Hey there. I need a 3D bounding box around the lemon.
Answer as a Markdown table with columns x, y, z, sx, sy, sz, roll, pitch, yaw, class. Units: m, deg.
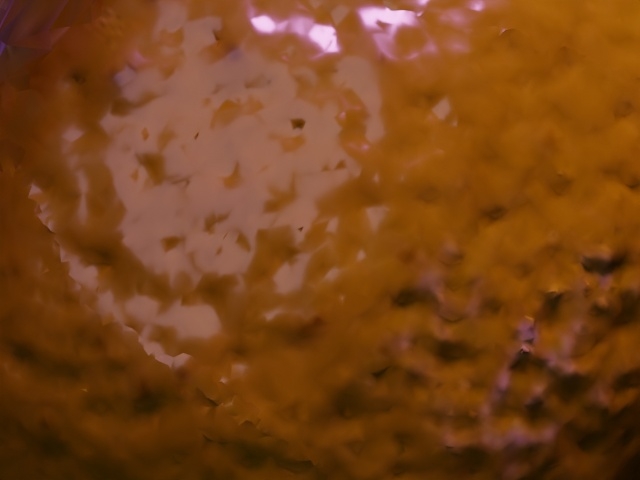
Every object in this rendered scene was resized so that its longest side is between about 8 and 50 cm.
| x | y | z | sx | sy | sz | roll | pitch | yaw | class |
| --- | --- | --- | --- | --- | --- | --- | --- | --- | --- |
| 0.000 | 0.000 | 0.427 | 0.253 | 0.253 | 0.310 | 30 | 87 | 26 | lemon |
